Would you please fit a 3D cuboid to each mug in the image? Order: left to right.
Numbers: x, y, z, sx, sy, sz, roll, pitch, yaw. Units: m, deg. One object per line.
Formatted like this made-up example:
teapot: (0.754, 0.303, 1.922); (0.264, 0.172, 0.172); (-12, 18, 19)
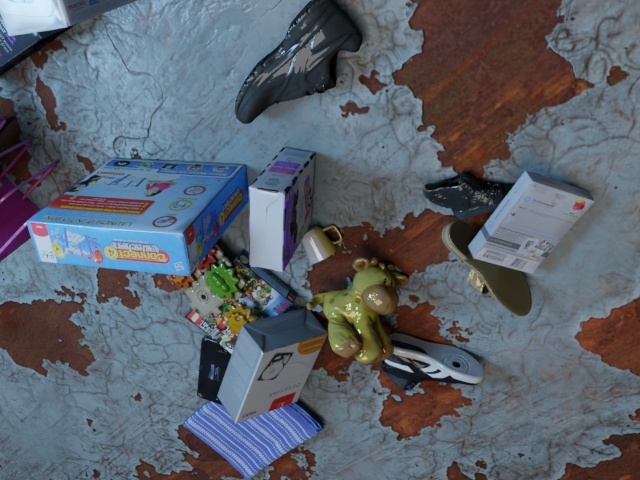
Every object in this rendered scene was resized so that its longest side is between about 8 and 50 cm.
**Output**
mug: (-0.003, 0.002, 1.367); (0.062, 0.078, 0.064); (-13, 110, 59)

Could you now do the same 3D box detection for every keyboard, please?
keyboard: (-0.246, 0.324, 1.626); (0.108, 0.023, 0.180); (15, 114, 15)

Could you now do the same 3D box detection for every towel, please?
towel: (-0.177, 0.477, 1.701); (0.243, 0.040, 0.336); (42, 122, -9)

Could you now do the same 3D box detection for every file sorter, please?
file sorter: (-0.701, -0.137, 1.401); (0.182, 0.202, 0.290); (-36, 104, 29)

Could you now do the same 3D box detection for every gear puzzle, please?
gear puzzle: (-0.262, 0.086, 1.447); (0.175, 0.044, 0.339); (-39, 90, 32)

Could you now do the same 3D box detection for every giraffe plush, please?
giraffe plush: (0.098, 0.127, 1.362); (0.170, 0.181, 0.210); (-49, 63, 23)

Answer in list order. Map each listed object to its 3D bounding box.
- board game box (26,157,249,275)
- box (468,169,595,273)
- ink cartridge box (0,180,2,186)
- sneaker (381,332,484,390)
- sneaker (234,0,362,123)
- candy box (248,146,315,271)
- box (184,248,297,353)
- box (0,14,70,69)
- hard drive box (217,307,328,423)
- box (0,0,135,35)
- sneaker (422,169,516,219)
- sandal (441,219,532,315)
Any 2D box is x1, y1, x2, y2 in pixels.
board game box: (-0.333, -0.058, 1.275); (0.309, 0.302, 0.086); (5, 121, 15)
box: (0.379, -0.028, 1.203); (0.145, 0.038, 0.186); (13, 128, -22)
ink cartridge box: (-0.764, -0.117, 1.264); (0.235, 0.088, 0.193); (-28, 107, 23)
sneaker: (0.240, 0.286, 1.447); (0.217, 0.079, 0.121); (19, 127, 15)
sneaker: (-0.045, -0.293, 1.173); (0.130, 0.109, 0.286); (40, 125, -15)
candy box: (-0.071, -0.063, 1.256); (0.070, 0.196, 0.164); (10, 122, 12)
box: (-0.184, 0.148, 1.505); (0.159, 0.044, 0.233); (39, 123, -8)
box: (-0.626, -0.410, 1.251); (0.271, 0.143, 0.165); (-20, 114, 25)
hard drive box: (-0.108, 0.276, 1.471); (0.089, 0.181, 0.232); (48, 132, 33)
box: (-0.420, -0.483, 1.077); (0.127, 0.262, 0.231); (-3, 119, 18)
sneaker: (0.283, -0.092, 1.220); (0.170, 0.051, 0.089); (-20, 117, 29)
sandal: (0.312, 0.056, 1.297); (0.240, 0.088, 0.079); (44, 155, -13)
